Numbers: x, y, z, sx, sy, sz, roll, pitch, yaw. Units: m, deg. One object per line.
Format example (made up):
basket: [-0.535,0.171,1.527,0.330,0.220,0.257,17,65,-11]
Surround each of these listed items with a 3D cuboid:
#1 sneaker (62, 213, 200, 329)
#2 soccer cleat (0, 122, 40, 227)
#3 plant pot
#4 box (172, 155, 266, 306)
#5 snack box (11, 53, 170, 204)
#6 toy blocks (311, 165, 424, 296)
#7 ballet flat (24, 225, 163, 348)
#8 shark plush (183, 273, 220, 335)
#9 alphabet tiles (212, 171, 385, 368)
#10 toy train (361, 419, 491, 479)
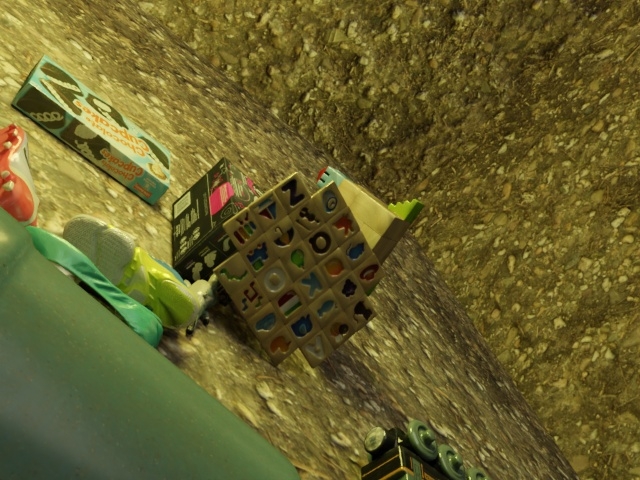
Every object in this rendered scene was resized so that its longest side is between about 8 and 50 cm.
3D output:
sneaker: [-0.294,0.050,1.145,0.240,0.091,0.126,43,-4,-10]
soccer cleat: [-0.454,-0.087,1.072,0.248,0.083,0.095,-124,-167,-50]
plant pot: [-0.210,0.166,0.468,0.334,0.341,0.341,38,16,-16]
box: [-0.187,-0.020,1.433,0.142,0.163,0.247,42,15,-29]
snack box: [-0.441,-0.220,1.462,0.322,0.060,0.187,39,17,-27]
toy blocks: [0.000,0.000,1.570,0.261,0.381,0.191,40,12,26]
ballet flat: [-0.319,0.077,0.976,0.247,0.083,0.087,40,30,-14]
shark plush: [-0.199,0.113,1.266,0.161,0.073,0.067,-110,-177,-68]
alphabet tiles: [-0.030,0.060,1.362,0.011,0.285,0.342,16,-40,59]
toy train: [0.202,0.464,1.303,0.334,0.142,0.190,42,27,-24]
